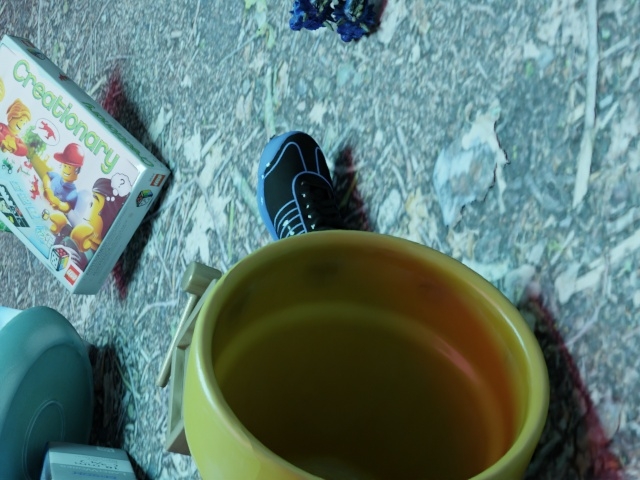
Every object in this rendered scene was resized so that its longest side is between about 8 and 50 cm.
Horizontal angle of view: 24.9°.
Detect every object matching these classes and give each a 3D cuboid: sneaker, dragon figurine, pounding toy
[{"bbox_3d":[0.000,0.000,1.320,0.090,0.081,0.232,-30,62,52],"label":"sneaker"},{"bbox_3d":[0.051,-0.294,1.304,0.289,0.085,0.144,135,135,-54],"label":"dragon figurine"},{"bbox_3d":[-0.094,0.114,1.448,0.181,0.094,0.206,125,153,-47],"label":"pounding toy"}]

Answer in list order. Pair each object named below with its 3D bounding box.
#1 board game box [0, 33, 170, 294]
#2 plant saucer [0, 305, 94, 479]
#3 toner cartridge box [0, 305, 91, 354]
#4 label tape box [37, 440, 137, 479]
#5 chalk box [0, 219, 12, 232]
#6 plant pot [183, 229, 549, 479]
[{"bbox_3d":[-0.343,-0.098,1.841,0.305,0.053,0.193,41,108,27],"label":"board game box"},{"bbox_3d":[-0.347,0.238,1.744,0.317,0.043,0.318,10,-90,-75],"label":"plant saucer"},{"bbox_3d":[-0.394,0.270,1.813,0.165,0.075,0.348,52,-130,-69],"label":"toner cartridge box"},{"bbox_3d":[-0.269,0.366,1.578,0.333,0.106,0.241,-171,90,-79],"label":"label tape box"},{"bbox_3d":[-0.380,-0.071,1.992,0.213,0.132,0.132,10,90,62],"label":"chalk box"},{"bbox_3d":[0.018,0.162,1.076,0.254,0.254,0.239,-109,23,-43],"label":"plant pot"}]
